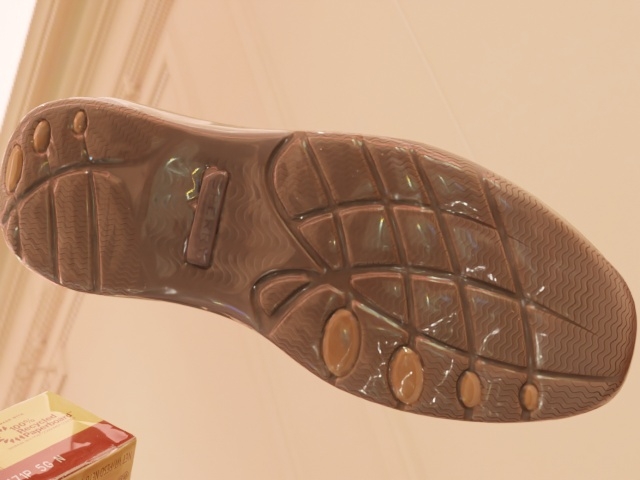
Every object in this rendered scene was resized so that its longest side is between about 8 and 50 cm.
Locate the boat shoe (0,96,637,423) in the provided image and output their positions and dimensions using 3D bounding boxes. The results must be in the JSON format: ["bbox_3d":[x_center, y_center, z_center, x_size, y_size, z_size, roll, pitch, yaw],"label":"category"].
[{"bbox_3d":[0.000,0.000,0.588,0.123,0.324,0.116,-72,-17,5],"label":"boat shoe"}]

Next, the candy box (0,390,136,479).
[{"bbox_3d":[-0.228,0.275,0.761,0.183,0.088,0.316,-21,-53,-56],"label":"candy box"}]
